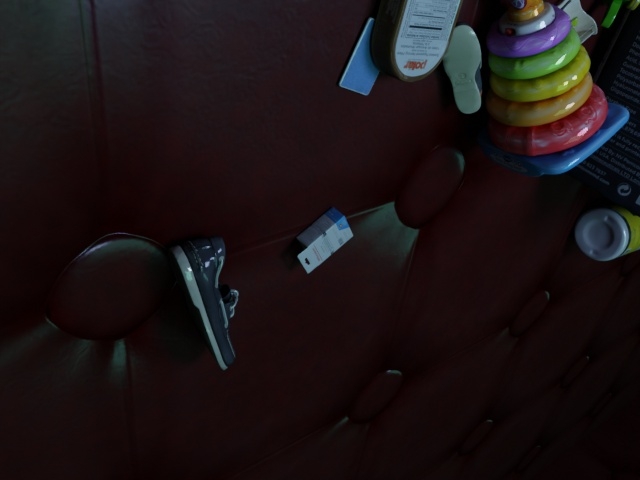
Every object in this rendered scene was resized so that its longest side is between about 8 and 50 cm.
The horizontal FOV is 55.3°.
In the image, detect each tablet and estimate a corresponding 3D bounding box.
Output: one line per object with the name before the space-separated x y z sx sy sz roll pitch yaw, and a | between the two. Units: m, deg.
tablet | 0.056 -0.214 0.716 0.054 0.006 0.083 4 120 -46

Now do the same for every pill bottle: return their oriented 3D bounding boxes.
pill bottle | 0.681 -0.028 1.386 0.208 0.119 0.119 -12 130 -38

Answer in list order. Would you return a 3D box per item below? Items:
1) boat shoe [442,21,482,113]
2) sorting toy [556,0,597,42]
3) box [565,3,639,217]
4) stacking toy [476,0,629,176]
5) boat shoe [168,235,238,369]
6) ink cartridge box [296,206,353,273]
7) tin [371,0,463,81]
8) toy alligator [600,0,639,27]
boat shoe | 0.189 -0.230 0.802 0.137 0.049 0.043 63 32 -48
sorting toy | 0.358 -0.314 0.893 0.083 0.045 0.075 -40 134 -12
box | 0.728 -0.295 1.037 0.480 0.297 0.472 -16 133 -36
stacking toy | 0.283 -0.249 0.807 0.165 0.175 0.302 -37 130 -12
boat shoe | -0.124 0.080 0.745 0.065 0.075 0.206 -27 133 -20
ink cartridge box | 0.000 0.000 0.830 0.083 0.028 0.048 -40 142 -10
tin | 0.117 -0.274 0.693 0.106 0.040 0.190 -9 125 -35
toy alligator | 0.465 -0.411 0.906 0.051 0.056 0.190 -68 179 -67
